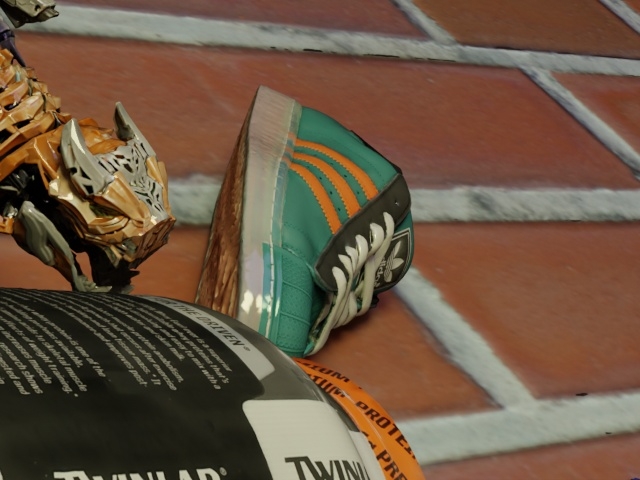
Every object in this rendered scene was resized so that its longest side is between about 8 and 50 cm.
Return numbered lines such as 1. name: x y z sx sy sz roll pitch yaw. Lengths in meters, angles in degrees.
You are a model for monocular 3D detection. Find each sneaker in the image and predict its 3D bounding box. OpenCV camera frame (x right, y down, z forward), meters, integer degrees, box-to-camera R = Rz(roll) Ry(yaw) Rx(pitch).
1. sneaker: 0.000 0.000 1.015 0.121 0.108 0.302 19 26 -7

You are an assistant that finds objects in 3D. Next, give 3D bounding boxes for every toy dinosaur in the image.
1. toy dinosaur: -0.214 -0.061 0.811 0.164 0.218 0.322 -6 42 -46

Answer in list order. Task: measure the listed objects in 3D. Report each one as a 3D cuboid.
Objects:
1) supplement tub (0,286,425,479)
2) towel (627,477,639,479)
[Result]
1. supplement tub: -0.120 0.117 0.569 0.338 0.207 0.207 4 34 -52
2. towel: 0.225 0.237 0.671 0.076 0.227 0.308 -39 39 -14
